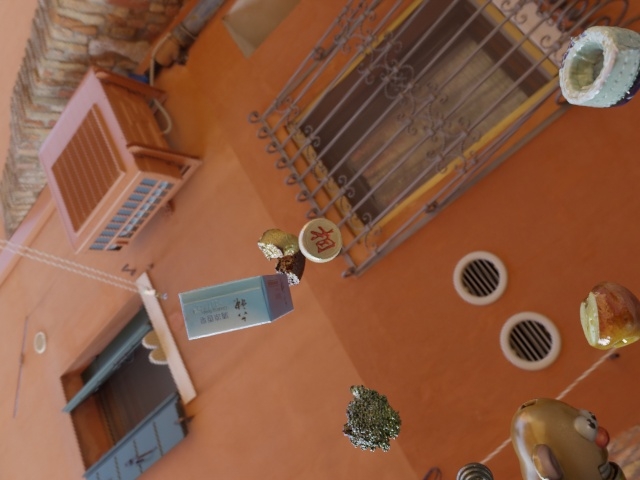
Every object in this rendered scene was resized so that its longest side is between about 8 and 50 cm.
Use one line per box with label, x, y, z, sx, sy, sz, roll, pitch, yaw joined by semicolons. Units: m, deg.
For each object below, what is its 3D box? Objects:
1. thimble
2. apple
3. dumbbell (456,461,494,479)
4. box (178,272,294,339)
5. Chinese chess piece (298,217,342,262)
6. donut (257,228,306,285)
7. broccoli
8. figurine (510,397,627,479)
thimble;0.818;-0.500;1.485;0.150;0.238;0.237;0;-139;-13
apple;0.817;0.209;1.455;0.195;0.160;0.173;74;178;-61
dumbbell;0.456;0.727;1.461;0.110;0.110;0.254;47;-172;0
box;-0.140;0.111;0.929;0.232;0.142;0.083;32;-135;-83
Chinese chess piece;0.000;0.000;1.418;0.122;0.122;0.051;46;167;-3
donut;-0.113;0.044;1.720;0.217;0.085;0.141;59;-136;-39
broccoli;0.121;0.372;1.093;0.122;0.118;0.204;12;173;23
figurine;0.432;0.398;0.860;0.285;0.167;0.342;54;-174;17
